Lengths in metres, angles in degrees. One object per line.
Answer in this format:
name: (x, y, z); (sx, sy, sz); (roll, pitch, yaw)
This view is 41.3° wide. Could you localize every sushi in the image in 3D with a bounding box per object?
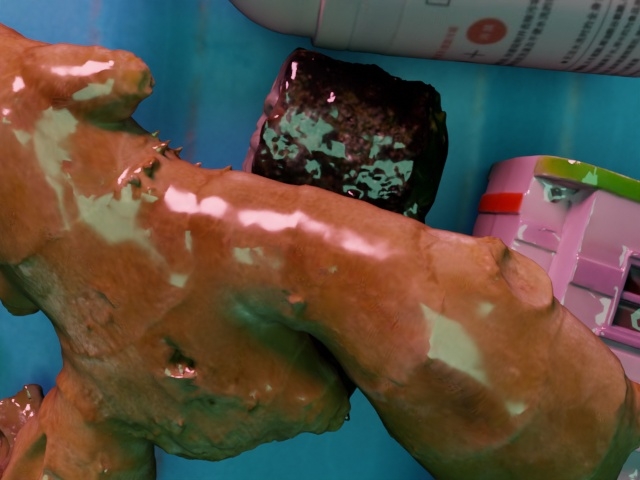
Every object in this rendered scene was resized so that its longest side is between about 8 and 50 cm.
sushi: (0.000, 0.000, 0.529); (0.127, 0.124, 0.225); (19, 101, -4)

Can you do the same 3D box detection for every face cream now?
face cream: (0.031, -0.183, 0.495); (0.369, 0.145, 0.145); (5, 98, -7)

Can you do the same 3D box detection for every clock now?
clock: (0.182, 0.127, 0.550); (0.235, 0.166, 0.310); (18, 89, -7)

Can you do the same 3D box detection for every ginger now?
ginger: (-0.056, 0.022, 0.412); (0.363, 0.122, 0.348); (-13, 108, 24)

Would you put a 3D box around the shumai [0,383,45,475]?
shumai: (-0.205, 0.175, 0.569); (0.139, 0.105, 0.123); (51, 135, -1)
